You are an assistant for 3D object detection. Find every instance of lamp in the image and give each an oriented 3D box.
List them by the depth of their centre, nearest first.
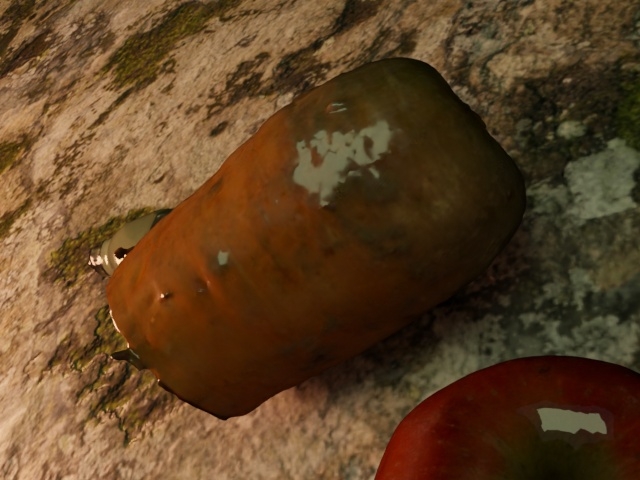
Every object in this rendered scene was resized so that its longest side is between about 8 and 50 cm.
[{"bbox_3d":[-0.163,0.010,0.779,0.250,0.101,0.101,-6,55,26],"label":"lamp"}]

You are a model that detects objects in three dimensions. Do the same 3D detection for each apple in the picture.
[{"bbox_3d":[0.134,0.186,0.375,0.230,0.230,0.230,-18,49,22],"label":"apple"}]

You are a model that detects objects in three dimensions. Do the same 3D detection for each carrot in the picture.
[{"bbox_3d":[0.000,0.000,0.598,0.341,0.224,0.224,-39,44,13],"label":"carrot"}]
